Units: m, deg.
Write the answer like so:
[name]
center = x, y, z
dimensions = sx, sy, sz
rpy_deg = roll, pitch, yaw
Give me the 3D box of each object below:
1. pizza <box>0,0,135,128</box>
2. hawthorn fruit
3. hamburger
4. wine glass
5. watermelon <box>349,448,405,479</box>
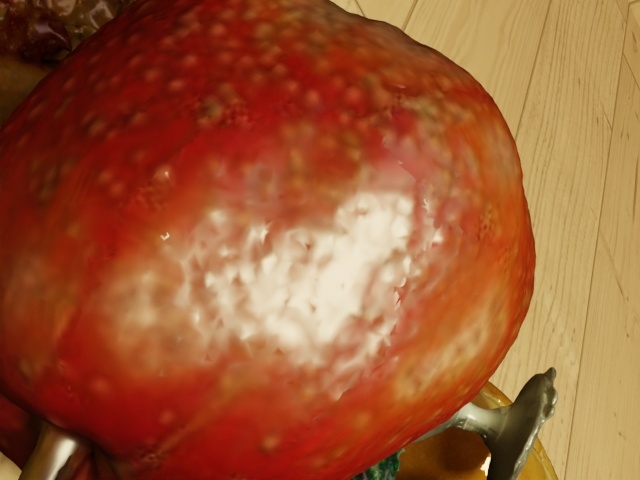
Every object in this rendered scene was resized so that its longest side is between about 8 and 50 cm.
[pizza]
center = -0.170, -0.178, 0.733
dimensions = 0.228, 0.081, 0.289
rpy_deg = 66, 31, -12
[hawthorn fruit]
center = -0.058, 0.031, 0.620
dimensions = 0.369, 0.285, 0.284
rpy_deg = -49, 120, -34
[hamburger]
center = 0.110, 0.201, 0.943
dimensions = 0.283, 0.157, 0.144
rpy_deg = 67, 30, -16
[wine glass]
center = 0.042, 0.094, 0.822
dimensions = 0.222, 0.103, 0.103
rpy_deg = 22, 42, -1
[watermelon]
center = -0.019, 0.226, 0.751
dimensions = 0.202, 0.136, 0.207
rpy_deg = 6, 84, -53
